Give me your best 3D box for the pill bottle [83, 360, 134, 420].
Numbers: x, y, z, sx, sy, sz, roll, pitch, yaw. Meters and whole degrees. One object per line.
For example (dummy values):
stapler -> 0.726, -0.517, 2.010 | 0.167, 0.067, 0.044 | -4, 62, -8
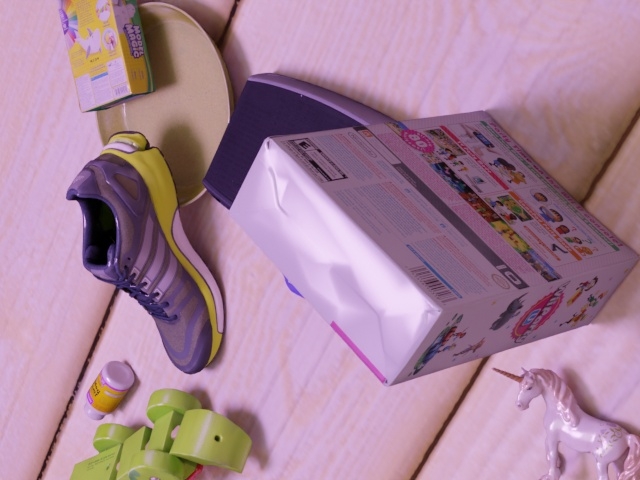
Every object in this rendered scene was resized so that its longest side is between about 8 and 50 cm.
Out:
pill bottle -> -0.274, 0.195, 1.833 | 0.043, 0.043, 0.083 | 53, 128, 22

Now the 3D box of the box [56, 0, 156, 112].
box -> -0.258, -0.249, 1.683 | 0.105, 0.043, 0.179 | -12, 92, 44

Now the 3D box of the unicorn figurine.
unicorn figurine -> 0.238, 0.185, 1.351 | 0.161, 0.060, 0.111 | 15, 109, 23

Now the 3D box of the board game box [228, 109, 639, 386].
board game box -> 0.106, -0.004, 1.259 | 0.224, 0.303, 0.097 | 48, 127, 27

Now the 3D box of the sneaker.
sneaker -> -0.212, 0.030, 1.662 | 0.111, 0.121, 0.300 | -4, 114, 45

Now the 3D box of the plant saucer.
plant saucer -> -0.177, -0.159, 1.679 | 0.241, 0.037, 0.241 | 11, 106, 42

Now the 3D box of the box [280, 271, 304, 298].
box -> 0.000, 0.000, 1.551 | 0.081, 0.028, 0.136 | 27, 118, 36

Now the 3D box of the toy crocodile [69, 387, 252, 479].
toy crocodile -> -0.213, 0.277, 1.759 | 0.340, 0.105, 0.115 | -32, 35, 43

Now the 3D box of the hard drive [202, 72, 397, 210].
hard drive -> -0.009, -0.073, 1.495 | 0.254, 0.054, 0.172 | 28, 96, 37
